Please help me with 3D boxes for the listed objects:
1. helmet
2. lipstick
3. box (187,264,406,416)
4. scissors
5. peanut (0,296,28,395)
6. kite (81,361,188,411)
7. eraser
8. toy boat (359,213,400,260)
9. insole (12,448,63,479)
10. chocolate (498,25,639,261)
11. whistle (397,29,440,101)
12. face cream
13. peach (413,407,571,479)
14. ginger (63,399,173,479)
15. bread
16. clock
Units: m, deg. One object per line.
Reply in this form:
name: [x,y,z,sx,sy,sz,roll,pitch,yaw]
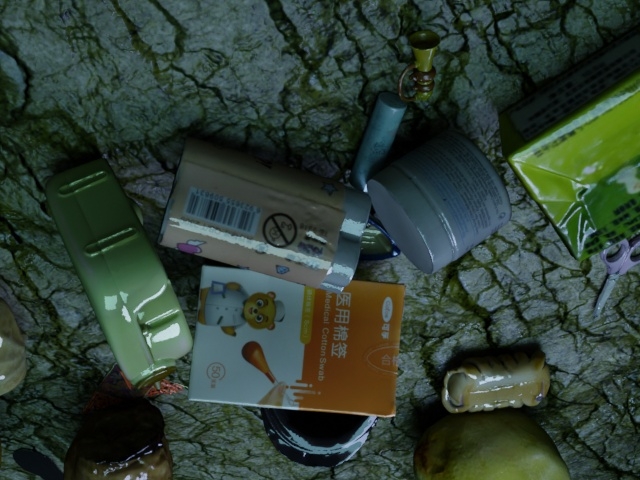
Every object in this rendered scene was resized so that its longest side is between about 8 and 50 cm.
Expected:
helmet: [0.001,0.258,1.509,0.231,0.160,0.278,8,95,-4]
lipstick: [0.087,-0.149,1.261,0.048,0.048,0.157,6,130,-16]
box: [-0.036,0.165,1.356,0.341,0.224,0.143,6,174,-7]
scissors: [0.561,0.069,1.573,0.110,0.021,0.212,-2,132,-14]
peanut: [-0.607,0.136,1.304,0.174,0.158,0.340,-24,135,31]
kite: [-0.376,0.274,1.584,0.222,0.008,0.125,-13,131,0]
eraser: [-0.080,-0.037,1.224,0.291,0.171,0.087,16,171,-12]
toy boat: [0.000,0.000,1.333,0.262,0.115,0.114,0,132,-12]
insole: [-0.581,0.488,1.737,0.064,0.004,0.188,-21,133,9]
chocolate: [0.456,-0.152,1.274,0.301,0.137,0.289,-33,130,16]
whistle: [0.144,-0.241,1.186,0.046,0.057,0.109,22,140,23]
face cream: [0.181,-0.059,1.252,0.153,0.177,0.177,-32,133,-9]
peach: [0.360,0.501,1.749,0.314,0.281,0.315,-26,129,24]
ginger: [-0.383,0.442,1.556,0.201,0.269,0.222,-7,106,-10]
bread: [0.363,0.287,1.693,0.225,0.081,0.134,-4,128,-5]
clock: [-0.291,0.074,1.241,0.117,0.286,0.348,-25,141,-15]
